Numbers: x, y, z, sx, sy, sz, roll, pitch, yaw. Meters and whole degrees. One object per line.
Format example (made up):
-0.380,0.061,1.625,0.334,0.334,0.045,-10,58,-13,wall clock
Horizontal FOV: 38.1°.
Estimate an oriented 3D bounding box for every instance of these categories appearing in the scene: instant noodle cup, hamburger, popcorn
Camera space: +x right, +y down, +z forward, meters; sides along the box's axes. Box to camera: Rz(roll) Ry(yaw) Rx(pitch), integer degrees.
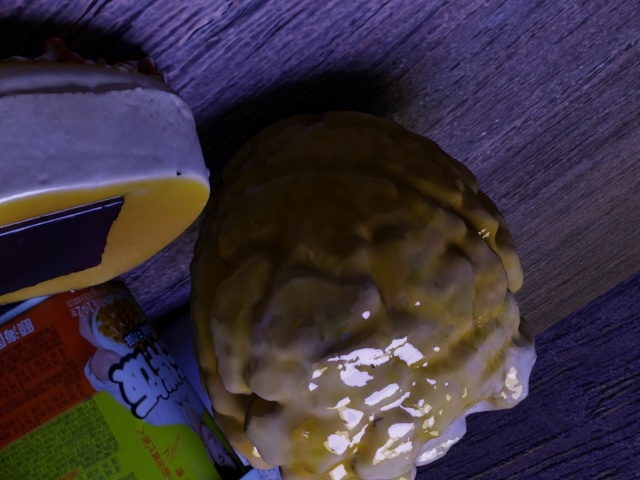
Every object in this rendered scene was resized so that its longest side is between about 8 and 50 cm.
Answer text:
-0.257,0.217,1.056,0.293,0.308,0.294,-30,173,-4,instant noodle cup
-0.232,-0.052,0.750,0.295,0.151,0.227,-14,154,-47,hamburger
0.035,0.055,0.955,0.344,0.390,0.354,-10,-177,12,popcorn

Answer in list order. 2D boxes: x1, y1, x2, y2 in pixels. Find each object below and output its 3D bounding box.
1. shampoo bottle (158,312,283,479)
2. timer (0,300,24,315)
-0.129,0.224,1.332,0.266,0.273,0.273,-19,159,3,shampoo bottle
-0.404,0.073,0.914,0.231,0.091,0.250,-26,162,-7,timer
